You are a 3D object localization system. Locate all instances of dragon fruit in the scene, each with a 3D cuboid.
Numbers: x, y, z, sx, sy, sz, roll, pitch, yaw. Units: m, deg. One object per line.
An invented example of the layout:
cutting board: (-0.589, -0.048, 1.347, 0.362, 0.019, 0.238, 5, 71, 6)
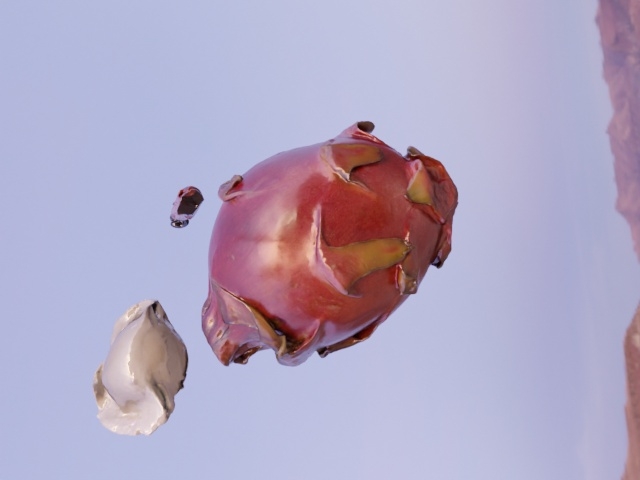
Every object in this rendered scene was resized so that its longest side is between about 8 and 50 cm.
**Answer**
dragon fruit: (-0.003, 0.002, 0.719, 0.250, 0.315, 0.250, 47, -156, -29)

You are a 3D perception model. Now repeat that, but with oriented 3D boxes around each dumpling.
dumpling: (-0.239, 0.168, 0.842, 0.108, 0.127, 0.188, 29, -138, -49)

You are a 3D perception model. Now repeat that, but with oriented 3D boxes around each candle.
candle: (-0.115, -0.027, 0.549, 0.167, 0.021, 0.026, 172, 106, -75)
